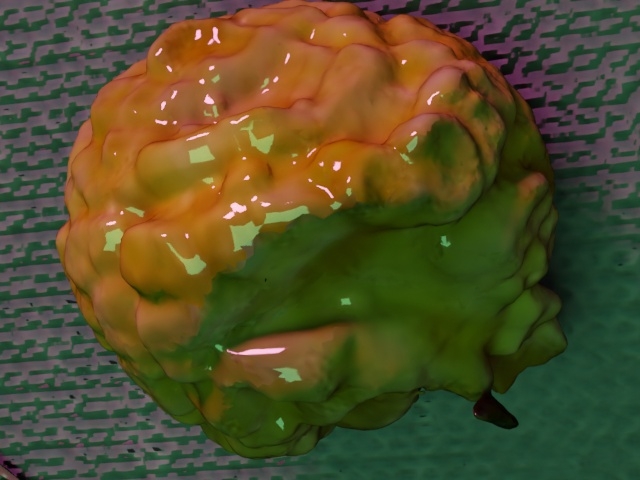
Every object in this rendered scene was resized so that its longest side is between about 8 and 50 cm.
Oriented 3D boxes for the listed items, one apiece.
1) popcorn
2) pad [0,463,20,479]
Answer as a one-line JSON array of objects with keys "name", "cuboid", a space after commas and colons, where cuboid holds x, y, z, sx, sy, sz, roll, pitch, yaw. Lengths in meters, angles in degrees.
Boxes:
[{"name": "popcorn", "cuboid": [0.000, 0.000, 0.687, 0.180, 0.180, 0.170, -31, 69, 24]}, {"name": "pad", "cuboid": [-0.211, 0.137, 0.870, 0.113, 0.006, 0.187, 38, 117, 0]}]
